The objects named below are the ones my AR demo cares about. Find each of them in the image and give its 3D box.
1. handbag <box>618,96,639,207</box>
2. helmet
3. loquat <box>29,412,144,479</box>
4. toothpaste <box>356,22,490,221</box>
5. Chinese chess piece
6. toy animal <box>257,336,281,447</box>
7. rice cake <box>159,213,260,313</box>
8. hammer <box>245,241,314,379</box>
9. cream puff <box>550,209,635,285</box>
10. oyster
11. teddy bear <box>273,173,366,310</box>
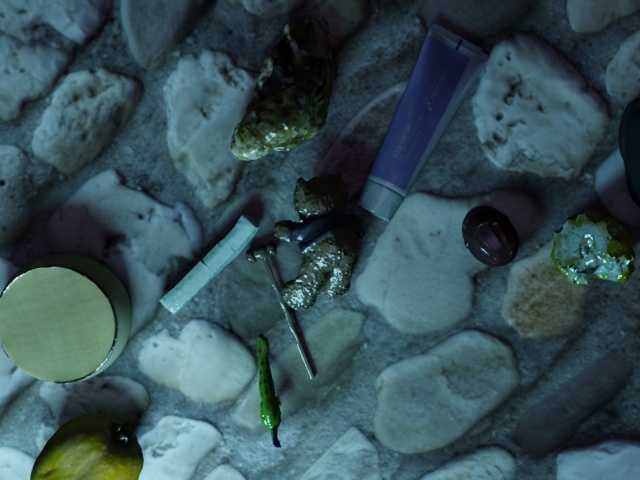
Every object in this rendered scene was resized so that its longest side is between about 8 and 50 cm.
[{"bbox_3d":[0.632,-0.120,1.235,0.275,0.302,0.177,32,103,-2],"label":"handbag"},{"bbox_3d":[0.329,-0.004,1.357,0.098,0.070,0.123,-35,98,5],"label":"helmet"},{"bbox_3d":[-0.442,0.435,1.360,0.187,0.176,0.234,42,85,-6],"label":"loquat"},{"bbox_3d":[0.184,-0.214,1.326,0.125,0.080,0.371,26,92,-4],"label":"toothpaste"},{"bbox_3d":[-0.488,0.149,1.355,0.250,0.103,0.249,0,99,0],"label":"Chinese chess piece"},{"bbox_3d":[-0.104,0.303,1.408,0.041,0.075,0.216,-8,70,-2],"label":"toy animal"},{"bbox_3d":[-0.214,0.048,1.373,0.245,0.042,0.045,-44,85,4],"label":"rice cake"},{"bbox_3d":[-0.069,0.144,1.399,0.058,0.029,0.292,-20,100,4],"label":"hammer"},{"bbox_3d":[0.521,0.019,1.346,0.156,0.156,0.121,6,56,-2],"label":"cream puff"},{"bbox_3d":[-0.063,-0.282,1.308,0.166,0.094,0.294,12,92,6],"label":"oyster"},{"bbox_3d":[0.012,0.003,1.326,0.182,0.129,0.251,-7,95,-36],"label":"teddy bear"}]
